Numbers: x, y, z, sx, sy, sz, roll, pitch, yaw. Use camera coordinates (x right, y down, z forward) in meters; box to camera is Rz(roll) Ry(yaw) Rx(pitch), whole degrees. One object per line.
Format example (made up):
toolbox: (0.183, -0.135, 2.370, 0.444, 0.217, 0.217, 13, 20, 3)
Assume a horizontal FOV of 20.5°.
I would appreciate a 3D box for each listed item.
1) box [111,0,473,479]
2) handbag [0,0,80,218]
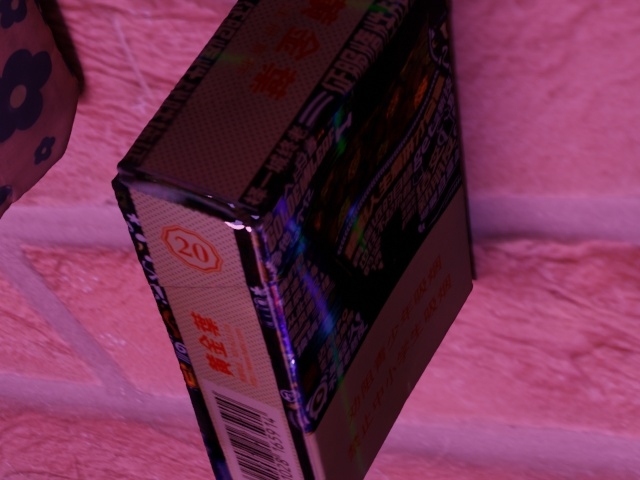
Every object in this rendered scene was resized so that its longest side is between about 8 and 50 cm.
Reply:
box: (0.000, 0.000, 0.970, 0.084, 0.198, 0.310, 20, 149, 22)
handbag: (-0.288, -0.122, 1.092, 0.193, 0.190, 0.251, 30, 158, 25)
